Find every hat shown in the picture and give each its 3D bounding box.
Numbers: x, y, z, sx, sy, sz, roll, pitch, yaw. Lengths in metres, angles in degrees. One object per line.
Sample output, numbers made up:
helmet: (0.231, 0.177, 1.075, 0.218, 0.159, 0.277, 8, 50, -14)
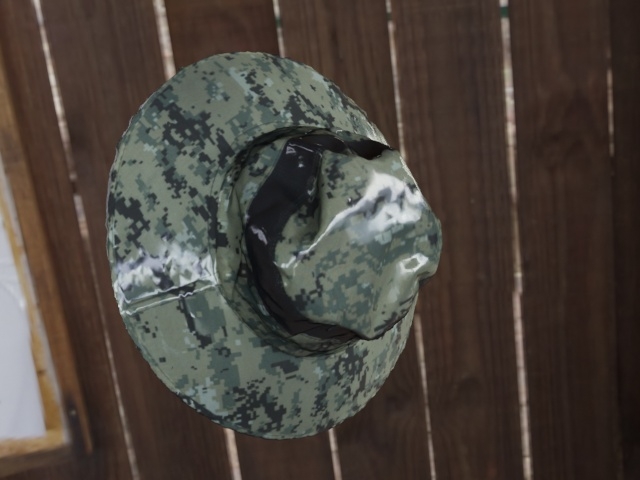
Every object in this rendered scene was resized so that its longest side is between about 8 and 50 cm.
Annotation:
hat: (0.000, 0.000, 0.619, 0.266, 0.265, 0.128, -18, 7, -31)
